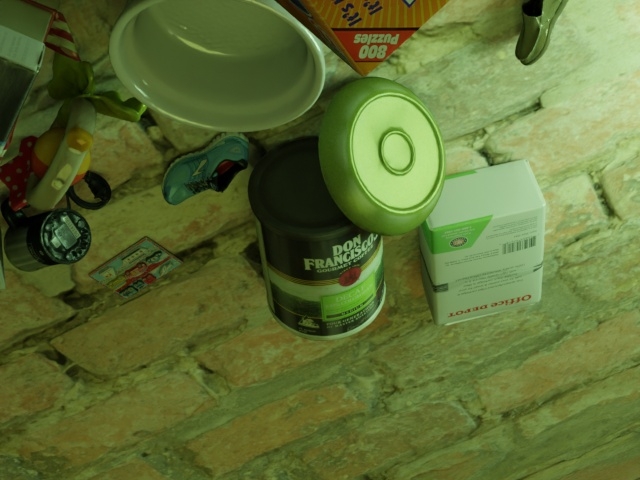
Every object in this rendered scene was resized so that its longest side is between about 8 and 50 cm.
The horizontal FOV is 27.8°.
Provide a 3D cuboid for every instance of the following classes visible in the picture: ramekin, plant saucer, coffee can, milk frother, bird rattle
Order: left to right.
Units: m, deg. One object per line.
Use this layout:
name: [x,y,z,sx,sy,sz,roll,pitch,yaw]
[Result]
bird rattle: [-0.368,-0.128,1.785,0.143,0.207,0.253,35,111,-23]
milk frother: [-0.398,-0.030,1.969,0.143,0.129,0.135,-23,-171,-37]
ramekin: [-0.125,-0.274,1.677,0.277,0.135,0.277,5,148,3]
coffee can: [0.000,0.000,2.048,0.201,0.201,0.275,-12,142,-4]
plant saucer: [0.104,-0.127,1.913,0.241,0.241,0.037,16,164,-33]

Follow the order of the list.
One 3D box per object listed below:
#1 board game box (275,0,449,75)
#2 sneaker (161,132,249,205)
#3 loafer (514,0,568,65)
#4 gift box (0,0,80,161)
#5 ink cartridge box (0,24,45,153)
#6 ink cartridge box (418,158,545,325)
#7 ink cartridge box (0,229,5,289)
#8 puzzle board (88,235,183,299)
board game box: [0.006,-0.464,1.294,0.356,0.356,0.356,-43,138,0]
sneaker: [-0.176,-0.100,1.969,0.162,0.073,0.063,-34,138,21]
loafer: [0.314,-0.323,1.887,0.050,0.056,0.148,5,127,-22]
gift box: [-0.458,-0.199,1.604,0.276,0.258,0.255,24,127,-19]
ink cartridge box: [-0.502,-0.150,1.435,0.307,0.072,0.303,21,127,-18]
ink cartridge box: [0.273,0.008,2.217,0.198,0.115,0.273,-13,141,-3]
ink cartridge box: [-0.564,0.003,1.916,0.176,0.128,0.127,-9,141,-8]
puzzle board: [-0.307,0.049,2.152,0.128,0.011,0.096,-32,139,19]
